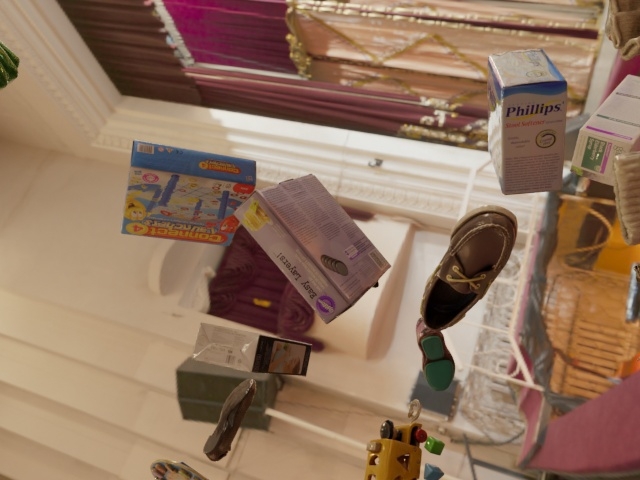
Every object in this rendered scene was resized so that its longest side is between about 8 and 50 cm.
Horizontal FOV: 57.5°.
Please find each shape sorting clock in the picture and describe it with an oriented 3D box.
[{"bbox_3d":[-0.350,0.633,1.506,0.040,0.206,0.206,-66,-22,-44],"label":"shape sorting clock"}]

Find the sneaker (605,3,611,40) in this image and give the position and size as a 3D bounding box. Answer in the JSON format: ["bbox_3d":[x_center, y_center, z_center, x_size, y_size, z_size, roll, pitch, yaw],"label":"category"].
[{"bbox_3d":[0.404,-0.372,0.768,0.088,0.093,0.225,11,-92,-45],"label":"sneaker"}]

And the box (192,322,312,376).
[{"bbox_3d":[-0.157,0.270,1.422,0.290,0.169,0.087,32,-113,-62],"label":"box"}]

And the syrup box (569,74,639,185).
[{"bbox_3d":[0.560,-0.207,1.077,0.237,0.096,0.093,-41,-38,-31],"label":"syrup box"}]

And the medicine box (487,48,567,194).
[{"bbox_3d":[0.519,-0.307,1.491,0.263,0.149,0.289,-79,-19,-56],"label":"medicine box"}]

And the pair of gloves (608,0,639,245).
[{"bbox_3d":[0.322,-0.119,0.429,0.042,0.204,0.240,-59,-35,-82],"label":"pair of gloves"}]

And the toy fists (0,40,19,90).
[{"bbox_3d":[-0.569,-0.238,0.846,0.279,0.142,0.096,-51,-42,-58],"label":"toy fists"}]

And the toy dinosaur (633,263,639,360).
[{"bbox_3d":[0.536,0.104,0.917,0.092,0.053,0.183,108,-178,-51],"label":"toy dinosaur"}]

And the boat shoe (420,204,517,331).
[{"bbox_3d":[0.269,0.062,1.088,0.324,0.116,0.096,110,-177,-53],"label":"boat shoe"}]

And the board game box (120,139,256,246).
[{"bbox_3d":[-0.356,-0.113,1.543,0.302,0.308,0.086,123,148,-52],"label":"board game box"}]

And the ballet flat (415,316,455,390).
[{"bbox_3d":[0.260,0.252,1.329,0.079,0.077,0.221,-92,-15,-49],"label":"ballet flat"}]

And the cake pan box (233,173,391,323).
[{"bbox_3d":[0.000,0.000,1.046,0.070,0.246,0.267,-41,-3,25],"label":"cake pan box"}]

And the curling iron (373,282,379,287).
[{"bbox_3d":[0.060,0.089,1.332,0.035,0.274,0.068,-42,-75,-22],"label":"curling iron"}]

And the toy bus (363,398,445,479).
[{"bbox_3d":[0.146,0.441,1.196,0.191,0.104,0.202,-62,20,14],"label":"toy bus"}]

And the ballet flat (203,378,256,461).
[{"bbox_3d":[-0.229,0.473,1.540,0.058,0.084,0.250,49,-142,-19],"label":"ballet flat"}]
